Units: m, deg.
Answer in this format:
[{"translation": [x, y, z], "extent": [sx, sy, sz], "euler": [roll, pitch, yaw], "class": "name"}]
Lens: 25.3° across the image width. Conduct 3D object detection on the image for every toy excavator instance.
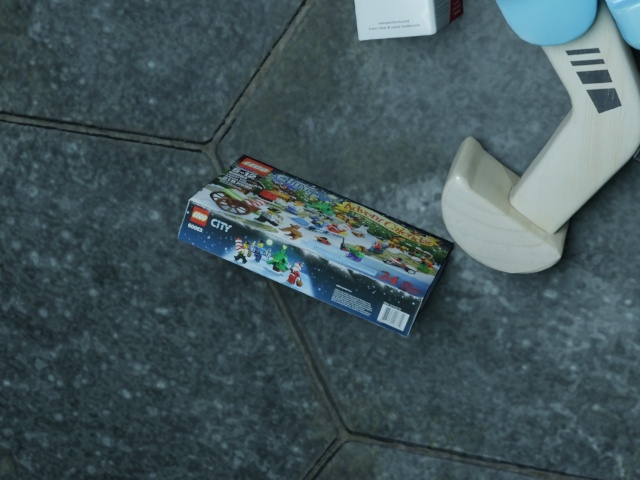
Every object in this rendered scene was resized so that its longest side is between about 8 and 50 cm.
[{"translation": [0.227, -0.206, 1.187], "extent": [0.433, 0.222, 0.445], "euler": [-20, 114, 28], "class": "toy excavator"}]

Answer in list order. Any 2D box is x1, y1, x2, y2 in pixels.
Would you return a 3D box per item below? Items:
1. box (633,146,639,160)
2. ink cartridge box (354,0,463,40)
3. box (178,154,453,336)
[{"translation": [0.438, -0.096, 1.220], "extent": [0.270, 0.060, 0.216], "euler": [28, 136, 4], "class": "box"}, {"translation": [0.073, -0.276, 1.271], "extent": [0.072, 0.127, 0.175], "euler": [-2, 106, 19], "class": "ink cartridge box"}, {"translation": [0.000, 0.000, 1.362], "extent": [0.233, 0.159, 0.044], "euler": [23, 114, 7], "class": "box"}]
